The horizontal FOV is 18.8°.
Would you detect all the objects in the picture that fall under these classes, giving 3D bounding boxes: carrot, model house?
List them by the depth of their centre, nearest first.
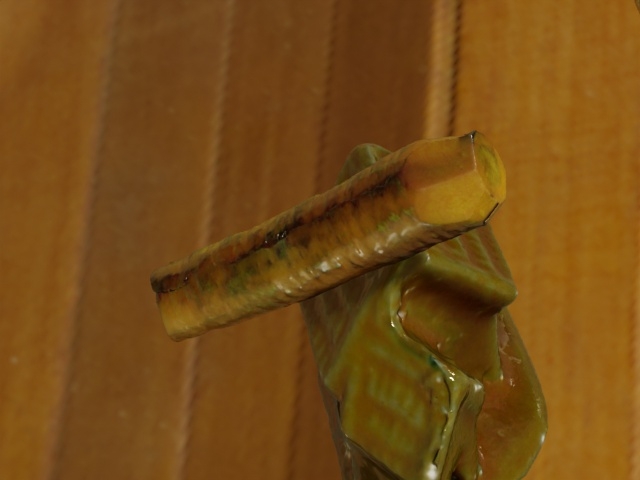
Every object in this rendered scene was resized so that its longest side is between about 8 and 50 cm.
[{"bbox_3d":[0.000,0.000,1.238,0.260,0.070,0.070,-24,55,30],"label":"carrot"},{"bbox_3d":[0.079,0.067,1.407,0.173,0.239,0.268,-15,45,-6],"label":"model house"}]

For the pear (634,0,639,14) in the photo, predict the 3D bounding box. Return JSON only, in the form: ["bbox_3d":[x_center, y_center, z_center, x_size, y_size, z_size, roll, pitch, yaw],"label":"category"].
[{"bbox_3d":[0.367,-0.220,1.506,0.336,0.285,0.285,119,168,-77],"label":"pear"}]
